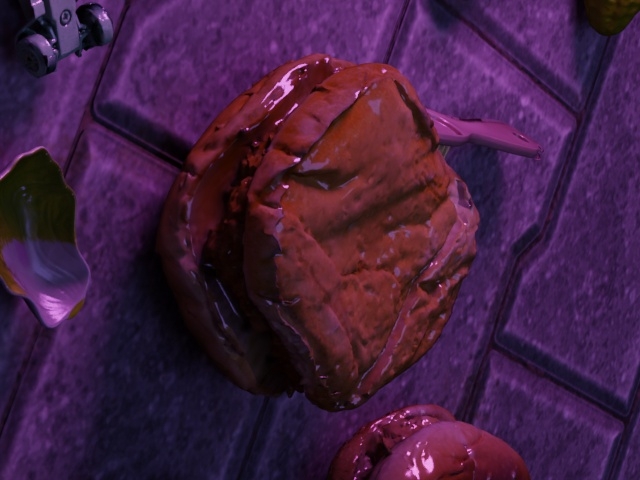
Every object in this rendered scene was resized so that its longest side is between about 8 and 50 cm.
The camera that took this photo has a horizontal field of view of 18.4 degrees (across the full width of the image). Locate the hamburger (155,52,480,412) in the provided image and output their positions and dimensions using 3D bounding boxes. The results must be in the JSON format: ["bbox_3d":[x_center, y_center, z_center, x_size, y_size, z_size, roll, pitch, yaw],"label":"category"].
[{"bbox_3d":[-0.001,0.000,1.551,0.259,0.144,0.283,-49,133,-29],"label":"hamburger"}]

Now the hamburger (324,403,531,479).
[{"bbox_3d":[0.090,0.278,1.794,0.243,0.146,0.286,-56,143,-15],"label":"hamburger"}]

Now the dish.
[{"bbox_3d":[-0.205,0.001,1.357,0.091,0.039,0.137,-56,142,-34],"label":"dish"}]

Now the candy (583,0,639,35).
[{"bbox_3d":[0.298,-0.298,1.916,0.097,0.097,0.209,-20,126,-50],"label":"candy"}]

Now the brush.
[{"bbox_3d":[0.105,-0.085,1.754,0.313,0.072,0.067,3,123,-58],"label":"brush"}]

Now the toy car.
[{"bbox_3d":[-0.182,-0.182,1.310,0.073,0.054,0.143,-38,135,-40],"label":"toy car"}]
